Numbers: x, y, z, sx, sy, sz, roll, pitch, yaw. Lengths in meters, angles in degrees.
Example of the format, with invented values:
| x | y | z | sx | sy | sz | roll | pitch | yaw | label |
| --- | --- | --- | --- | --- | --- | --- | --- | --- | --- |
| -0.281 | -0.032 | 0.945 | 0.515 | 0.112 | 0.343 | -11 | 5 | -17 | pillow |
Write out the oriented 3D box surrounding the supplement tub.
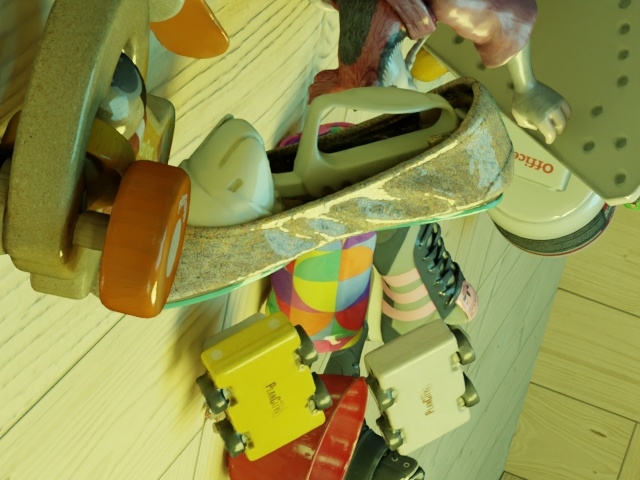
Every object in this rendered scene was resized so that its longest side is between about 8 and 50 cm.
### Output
| x | y | z | sx | sy | sz | roll | pitch | yaw | label |
| --- | --- | --- | --- | --- | --- | --- | --- | --- | --- |
| 0.311 | -0.086 | 2.649 | 0.272 | 0.191 | 0.191 | 38 | 72 | -76 | supplement tub |

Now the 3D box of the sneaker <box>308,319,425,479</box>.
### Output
| x | y | z | sx | sy | sz | roll | pitch | yaw | label |
| --- | --- | --- | --- | --- | --- | --- | --- | --- | --- |
| 0.051 | 0.197 | 2.089 | 0.086 | 0.163 | 0.226 | 77 | 33 | -64 | sneaker |

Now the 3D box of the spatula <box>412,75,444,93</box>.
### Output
| x | y | z | sx | sy | sz | roll | pitch | yaw | label |
| --- | --- | --- | --- | --- | --- | --- | --- | --- | --- |
| 0.145 | -0.232 | 2.146 | 0.168 | 0.019 | 0.242 | 73 | 39 | -67 | spatula |

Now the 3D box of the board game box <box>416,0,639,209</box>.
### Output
| x | y | z | sx | sy | sz | roll | pitch | yaw | label |
| --- | --- | --- | --- | --- | --- | --- | --- | --- | --- |
| 0.257 | -0.264 | 1.555 | 0.390 | 0.390 | 0.050 | -48 | 140 | 5 | board game box |

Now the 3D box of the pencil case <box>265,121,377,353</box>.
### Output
| x | y | z | sx | sy | sz | roll | pitch | yaw | label |
| --- | --- | --- | --- | --- | --- | --- | --- | --- | --- |
| 0.000 | 0.000 | 1.747 | 0.236 | 0.104 | 0.104 | 100 | 17 | -45 | pencil case |

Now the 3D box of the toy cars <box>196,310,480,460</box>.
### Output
| x | y | z | sx | sy | sz | roll | pitch | yaw | label |
| --- | --- | --- | --- | --- | --- | --- | --- | --- | --- |
| 0.013 | 0.116 | 1.732 | 0.393 | 0.087 | 0.176 | 5 | 135 | -47 | toy cars |

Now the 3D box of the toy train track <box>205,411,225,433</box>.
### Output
| x | y | z | sx | sy | sz | roll | pitch | yaw | label |
| --- | --- | --- | --- | --- | --- | --- | --- | --- | --- |
| -0.091 | 0.135 | 1.754 | 0.048 | 0.014 | 0.083 | -24 | 127 | -62 | toy train track |

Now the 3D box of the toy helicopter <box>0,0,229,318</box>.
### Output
| x | y | z | sx | sy | sz | roll | pitch | yaw | label |
| --- | --- | --- | --- | --- | --- | --- | --- | --- | --- |
| -0.126 | -0.081 | 1.135 | 0.355 | 0.140 | 0.235 | 54 | 48 | -87 | toy helicopter |

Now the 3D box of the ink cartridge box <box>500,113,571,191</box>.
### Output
| x | y | z | sx | sy | sz | roll | pitch | yaw | label |
| --- | --- | --- | --- | --- | --- | --- | --- | --- | --- |
| 0.273 | -0.180 | 2.444 | 0.087 | 0.153 | 0.208 | 4 | 106 | -77 | ink cartridge box |

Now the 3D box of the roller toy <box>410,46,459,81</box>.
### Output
| x | y | z | sx | sy | sz | roll | pitch | yaw | label |
| --- | --- | --- | --- | --- | --- | --- | --- | --- | --- |
| 0.164 | -0.243 | 1.783 | 0.209 | 0.146 | 0.191 | -50 | -166 | -12 | roller toy |

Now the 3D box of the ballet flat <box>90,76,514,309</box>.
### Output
| x | y | z | sx | sy | sz | roll | pitch | yaw | label |
| --- | --- | --- | --- | --- | --- | --- | --- | --- | --- |
| -0.018 | -0.046 | 1.328 | 0.316 | 0.107 | 0.106 | -18 | 126 | -14 | ballet flat |

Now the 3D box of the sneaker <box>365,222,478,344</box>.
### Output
| x | y | z | sx | sy | sz | roll | pitch | yaw | label |
| --- | --- | --- | --- | --- | --- | --- | --- | --- | --- |
| 0.125 | 0.030 | 2.202 | 0.319 | 0.131 | 0.112 | 87 | 27 | -59 | sneaker |

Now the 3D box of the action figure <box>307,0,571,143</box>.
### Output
| x | y | z | sx | sy | sz | roll | pitch | yaw | label |
| --- | --- | --- | --- | --- | --- | --- | --- | --- | --- |
| 0.096 | -0.244 | 1.437 | 0.276 | 0.248 | 0.370 | 85 | 27 | -55 | action figure |

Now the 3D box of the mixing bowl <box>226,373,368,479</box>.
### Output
| x | y | z | sx | sy | sz | roll | pitch | yaw | label |
| --- | --- | --- | --- | --- | --- | --- | --- | --- | --- |
| -0.032 | 0.203 | 1.901 | 0.181 | 0.098 | 0.181 | 19 | 90 | -77 | mixing bowl |
